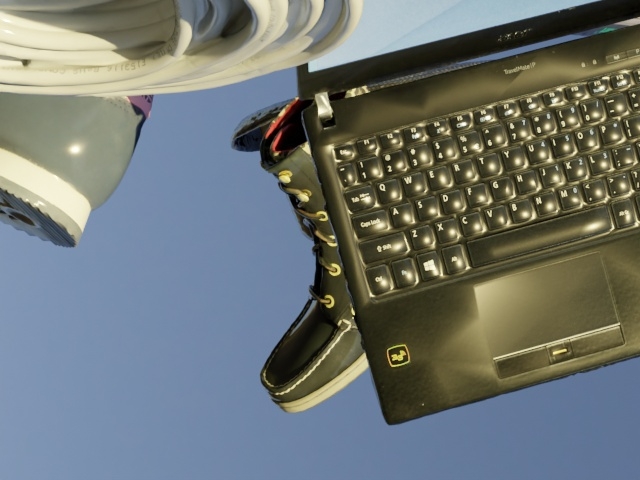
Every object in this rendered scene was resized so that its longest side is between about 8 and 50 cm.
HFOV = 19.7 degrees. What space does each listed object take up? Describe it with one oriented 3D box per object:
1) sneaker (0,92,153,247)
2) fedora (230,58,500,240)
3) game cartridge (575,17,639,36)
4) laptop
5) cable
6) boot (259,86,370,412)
[{"bbox_3d":[-0.234,-0.115,1.100,0.319,0.112,0.131,29,-102,21],"label":"sneaker"},{"bbox_3d":[0.082,-0.078,1.860,0.334,0.334,0.152,-13,-93,55],"label":"fedora"},{"bbox_3d":[0.108,-0.224,1.154,0.068,0.355,0.230,-42,-107,26],"label":"game cartridge"},{"bbox_3d":[0.118,-0.066,0.888,0.136,0.234,0.264,154,-78,-81],"label":"laptop"},{"bbox_3d":[-0.111,-0.129,0.737,0.257,0.257,0.089,-16,-113,49],"label":"cable"},{"bbox_3d":[0.000,-0.001,1.398,0.236,0.178,0.085,-49,-145,-3],"label":"boot"}]
